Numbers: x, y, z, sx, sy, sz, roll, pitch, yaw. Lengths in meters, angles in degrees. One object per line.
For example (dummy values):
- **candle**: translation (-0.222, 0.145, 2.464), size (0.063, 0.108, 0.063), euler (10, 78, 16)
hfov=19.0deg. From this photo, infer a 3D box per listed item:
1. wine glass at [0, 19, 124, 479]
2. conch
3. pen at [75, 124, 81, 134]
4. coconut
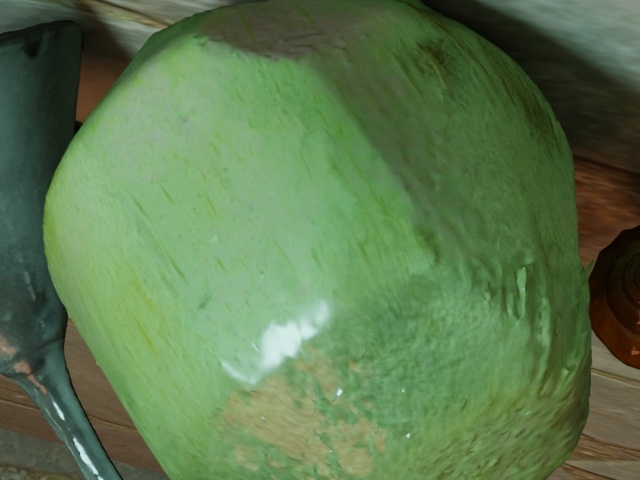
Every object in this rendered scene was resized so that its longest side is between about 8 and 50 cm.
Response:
- **wine glass**: translation (-0.170, 0.097, 1.209), size (0.406, 0.267, 0.267), euler (61, 161, 1)
- **conch**: translation (0.229, 0.033, 1.169), size (0.109, 0.093, 0.330), euler (-4, 176, 20)
- **pen**: translation (-0.223, -0.051, 1.554), size (0.033, 0.033, 0.269), euler (24, 164, -9)
- **coconut**: translation (0.000, 0.000, 1.017), size (0.328, 0.281, 0.328), euler (44, -162, -19)
